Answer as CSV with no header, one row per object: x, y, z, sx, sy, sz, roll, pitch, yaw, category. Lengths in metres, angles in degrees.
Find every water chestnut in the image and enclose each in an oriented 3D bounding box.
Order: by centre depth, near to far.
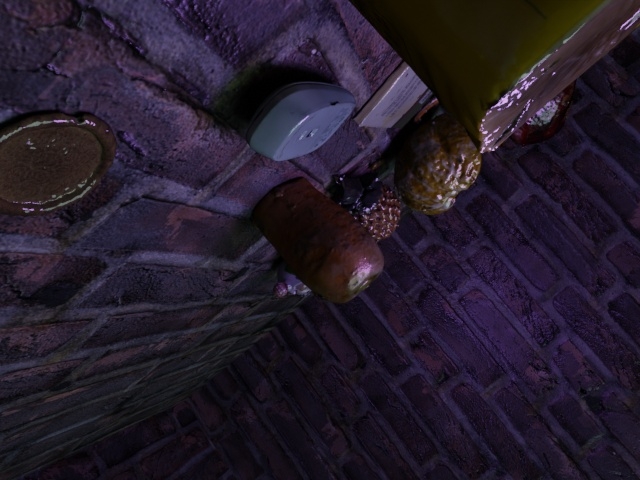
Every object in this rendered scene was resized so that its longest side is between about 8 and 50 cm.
0.662,-0.484,1.567,0.350,0.302,0.350,-40,138,-49,water chestnut

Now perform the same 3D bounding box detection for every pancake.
-0.361,-0.099,0.642,0.199,0.021,0.199,-37,168,-10,pancake

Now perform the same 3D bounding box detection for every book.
0.218,-0.373,1.253,0.201,0.026,0.289,-46,165,29,book

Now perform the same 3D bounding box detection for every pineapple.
0.141,-0.126,1.570,0.223,0.223,0.357,-39,156,5,pineapple

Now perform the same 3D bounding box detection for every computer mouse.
-0.039,-0.233,0.893,0.159,0.097,0.288,-47,176,29,computer mouse

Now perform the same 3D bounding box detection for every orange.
0.352,-0.239,1.530,0.211,0.270,0.368,4,141,-24,orange

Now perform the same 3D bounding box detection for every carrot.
0.000,0.000,1.270,0.224,0.340,0.224,-38,164,-13,carrot

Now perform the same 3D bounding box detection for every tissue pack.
0.144,-0.321,0.442,0.293,0.382,0.228,-41,165,14,tissue pack

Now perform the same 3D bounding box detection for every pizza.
0.195,-0.261,1.612,0.083,0.016,0.037,-34,168,-1,pizza

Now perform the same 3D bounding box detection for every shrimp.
0.350,-0.407,1.482,0.148,0.035,0.195,-44,167,30,shrimp

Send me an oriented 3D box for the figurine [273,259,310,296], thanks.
-0.075,0.093,1.797,0.281,0.167,0.370,-35,159,-21,figurine
